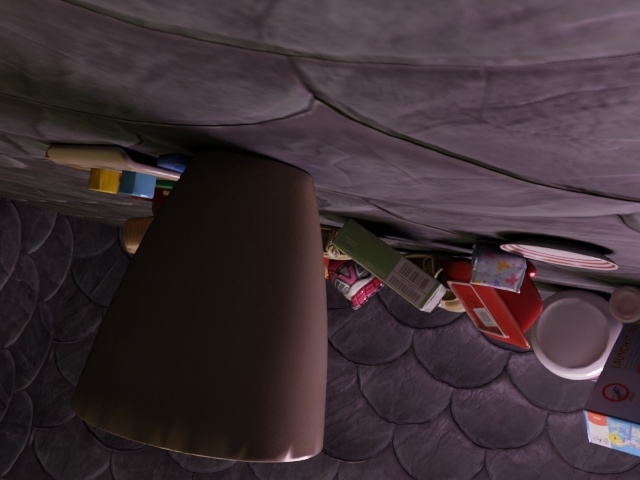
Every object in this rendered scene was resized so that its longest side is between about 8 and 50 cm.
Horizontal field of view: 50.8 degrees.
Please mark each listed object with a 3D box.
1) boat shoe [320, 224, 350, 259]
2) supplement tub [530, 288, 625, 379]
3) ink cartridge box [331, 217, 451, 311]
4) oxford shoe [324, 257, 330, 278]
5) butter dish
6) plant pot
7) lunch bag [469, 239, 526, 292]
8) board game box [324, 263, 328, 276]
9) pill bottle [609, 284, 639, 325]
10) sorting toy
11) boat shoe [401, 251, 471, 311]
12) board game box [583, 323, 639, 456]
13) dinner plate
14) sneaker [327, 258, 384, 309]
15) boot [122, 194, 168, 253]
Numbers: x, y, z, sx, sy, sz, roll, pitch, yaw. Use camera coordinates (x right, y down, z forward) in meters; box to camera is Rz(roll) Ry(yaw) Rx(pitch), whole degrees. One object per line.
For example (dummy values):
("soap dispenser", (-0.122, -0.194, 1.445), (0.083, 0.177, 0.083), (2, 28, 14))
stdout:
("boat shoe", (0.000, -0.002, 1.194), (0.153, 0.056, 0.048), (18, -179, 8))
("supplement tub", (0.601, 0.216, 1.502), (0.191, 0.191, 0.272), (8, 174, 38))
("ink cartridge box", (0.123, 0.047, 1.086), (0.171, 0.056, 0.235), (36, -179, 16))
("oxford shoe", (-0.033, 0.062, 1.884), (0.272, 0.096, 0.098), (14, -179, -29))
("butter dish", (0.287, 0.073, 1.058), (0.159, 0.118, 0.160), (56, 171, -6))
("plant pot", (-0.095, 0.055, 0.702), (0.257, 0.273, 0.256), (12, 175, 1))
("lunch bag", (0.246, 0.030, 0.937), (0.071, 0.053, 0.083), (12, -157, 10))
("board game box", (-0.070, 0.038, 1.654), (0.124, 0.039, 0.259), (51, 158, -18))
("pill bottle", (0.553, 0.116, 1.156), (0.116, 0.065, 0.065), (15, 175, -37))
("sorting toy", (-0.235, -0.076, 0.890), (0.348, 0.047, 0.196), (8, 175, 41))
("boat shoe", (0.207, 0.074, 1.283), (0.089, 0.104, 0.285), (10, 177, -19))
("board game box", (0.645, 0.241, 1.123), (0.302, 0.308, 0.086), (8, 131, 41))
("dinner plate", (0.297, 0.015, 0.841), (0.141, 0.017, 0.141), (11, 175, 1))
("sneaker", (0.073, 0.056, 1.513), (0.112, 0.121, 0.299), (48, -178, -6))
("boot", (-0.160, -0.027, 1.046), (0.211, 0.104, 0.295), (-4, -171, 3))
